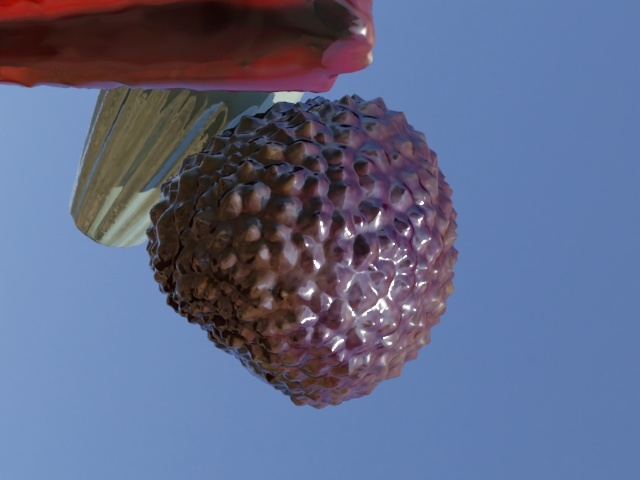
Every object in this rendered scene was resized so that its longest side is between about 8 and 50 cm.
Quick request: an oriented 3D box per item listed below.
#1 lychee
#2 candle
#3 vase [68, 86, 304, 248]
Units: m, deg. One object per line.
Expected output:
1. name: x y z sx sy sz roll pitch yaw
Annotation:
1. lychee: 0.000 0.000 0.736 0.188 0.188 0.188 -14 -109 48
2. candle: -0.131 -0.068 0.317 0.059 0.301 0.084 -87 173 -59
3. vase: -0.103 -0.088 0.888 0.248 0.128 0.128 -49 -132 39
